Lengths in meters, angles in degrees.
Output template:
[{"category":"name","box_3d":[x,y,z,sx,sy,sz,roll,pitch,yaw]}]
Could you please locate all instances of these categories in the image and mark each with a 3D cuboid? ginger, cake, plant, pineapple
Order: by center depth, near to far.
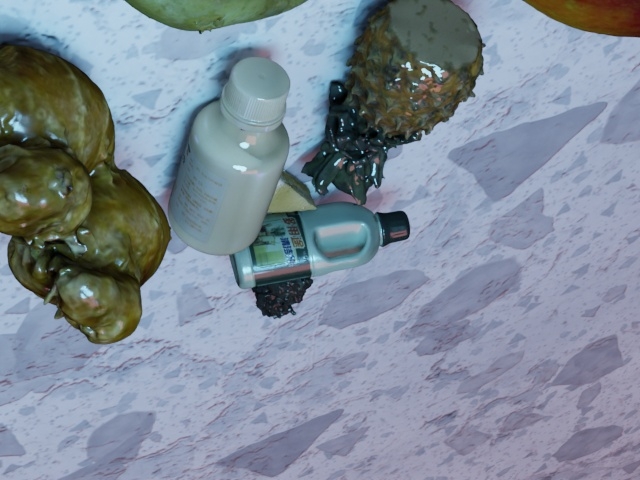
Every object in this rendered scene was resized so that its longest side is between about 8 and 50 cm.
[{"category":"ginger","box_3d":[-0.272,-0.048,1.780,0.152,0.274,0.357,-21,119,15]},{"category":"pineapple","box_3d":[0.082,-0.153,2.069,0.170,0.141,0.310,-39,169,-36]},{"category":"cake","box_3d":[-0.042,-0.064,2.172,0.121,0.052,0.065,3,134,-45]},{"category":"plant","box_3d":[-0.033,0.036,2.321,0.174,0.087,0.085,-46,177,37]}]

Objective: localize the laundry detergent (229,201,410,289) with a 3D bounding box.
[{"category":"laundry detergent","box_3d":[0.000,0.000,2.220,0.225,0.099,0.070,-9,131,-9]}]

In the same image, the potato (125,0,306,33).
[{"category":"potato","box_3d":[-0.078,-0.299,1.624,0.307,0.210,0.173,-14,175,-38]}]

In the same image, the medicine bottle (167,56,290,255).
[{"category":"medicine bottle","box_3d":[-0.095,-0.097,2.008,0.114,0.114,0.252,-12,147,-27]}]

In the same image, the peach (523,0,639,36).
[{"category":"peach","box_3d":[0.272,-0.386,1.650,0.335,0.310,0.406,-54,162,-39]}]
